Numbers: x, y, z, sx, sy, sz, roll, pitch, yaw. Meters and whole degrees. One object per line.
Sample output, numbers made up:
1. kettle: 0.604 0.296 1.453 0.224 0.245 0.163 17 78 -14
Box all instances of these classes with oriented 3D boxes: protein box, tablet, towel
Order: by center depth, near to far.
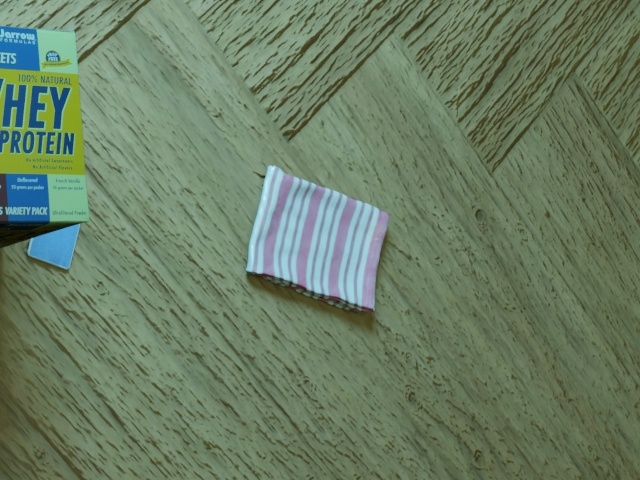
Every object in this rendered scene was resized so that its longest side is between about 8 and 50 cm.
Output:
1. protein box: -0.349 -0.101 1.532 0.136 0.201 0.200 -1 83 -37
2. tablet: -0.297 -0.014 1.681 0.054 0.006 0.083 23 70 -33
3. towel: 0.000 0.000 1.890 0.197 0.029 0.144 21 69 -33
